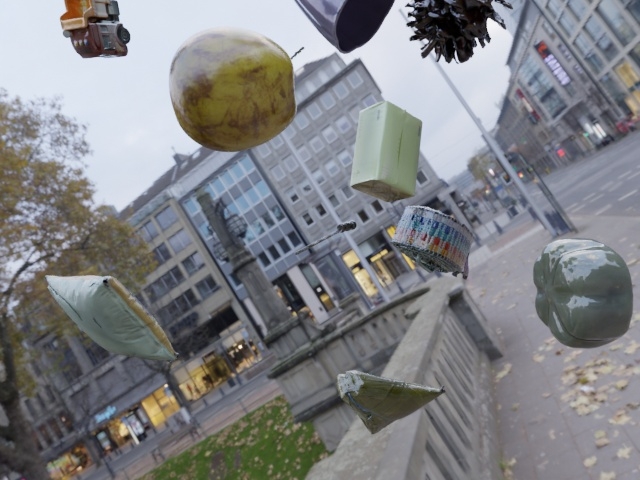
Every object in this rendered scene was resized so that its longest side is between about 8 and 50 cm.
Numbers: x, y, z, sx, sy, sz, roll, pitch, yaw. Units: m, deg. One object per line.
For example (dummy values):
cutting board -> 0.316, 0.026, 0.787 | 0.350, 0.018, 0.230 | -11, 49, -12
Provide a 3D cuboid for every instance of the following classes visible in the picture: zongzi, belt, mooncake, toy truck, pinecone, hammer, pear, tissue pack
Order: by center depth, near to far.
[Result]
pear -> -0.185, -0.325, 1.023 | 0.281, 0.280, 0.280 | -32, -6, -4
mooncake -> 0.605, 0.123, 1.128 | 0.135, 0.274, 0.275 | -5, -7, 1
toy truck -> -0.560, -0.588, 1.154 | 0.114, 0.270, 0.135 | 7, 23, 27
zongzi -> 0.194, 0.408, 1.284 | 0.256, 0.228, 0.114 | -24, 38, 13
tissue pack -> 0.184, -0.243, 1.313 | 0.159, 0.234, 0.125 | 18, -16, -37
pinecone -> 0.386, -0.635, 1.328 | 0.296, 0.242, 0.298 | -41, 26, 18
belt -> 0.341, 0.016, 1.446 | 0.295, 0.207, 0.160 | 31, -101, -53
hammer -> 0.000, 0.000, 1.449 | 0.058, 0.029, 0.292 | -13, -9, -39

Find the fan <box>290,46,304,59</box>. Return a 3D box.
fan -> -0.180, -0.666, 1.895 | 0.329, 0.009, 0.191 | -34, -38, 33

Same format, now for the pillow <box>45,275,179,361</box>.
pillow -> -0.559, 0.205, 1.267 | 0.313, 0.310, 0.119 | -5, 40, 37

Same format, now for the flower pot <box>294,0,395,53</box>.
flower pot -> 0.044, -0.699, 1.323 | 0.265, 0.243, 0.265 | -45, -17, -18
